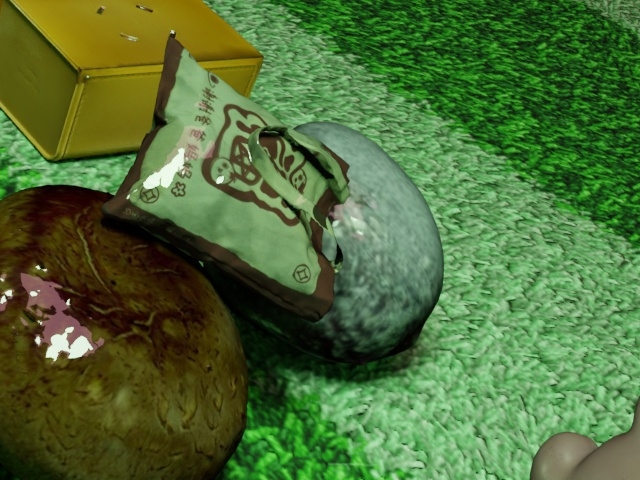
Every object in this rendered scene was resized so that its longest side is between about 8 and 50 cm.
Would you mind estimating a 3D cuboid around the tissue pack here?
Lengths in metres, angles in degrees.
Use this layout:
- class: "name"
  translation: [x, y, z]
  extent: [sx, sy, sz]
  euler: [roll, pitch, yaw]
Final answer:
- class: "tissue pack"
  translation: [-0.246, -0.211, 1.913]
  extent: [0.274, 0.145, 0.194]
  euler: [-9, 44, -42]

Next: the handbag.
- class: "handbag"
  translation: [-0.076, -0.057, 1.463]
  extent: [0.235, 0.127, 0.213]
  euler: [29, 48, -21]

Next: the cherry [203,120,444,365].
- class: "cherry"
  translation: [0.000, 0.000, 1.675]
  extent: [0.296, 0.218, 0.255]
  euler: [39, 36, 9]

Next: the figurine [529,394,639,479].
- class: "figurine"
  translation: [0.314, 0.288, 1.428]
  extent: [0.211, 0.269, 0.261]
  euler: [44, 30, -16]

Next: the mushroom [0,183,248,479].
- class: "mushroom"
  translation: [-0.202, 0.095, 1.406]
  extent: [0.345, 0.239, 0.345]
  euler: [14, 56, -23]
